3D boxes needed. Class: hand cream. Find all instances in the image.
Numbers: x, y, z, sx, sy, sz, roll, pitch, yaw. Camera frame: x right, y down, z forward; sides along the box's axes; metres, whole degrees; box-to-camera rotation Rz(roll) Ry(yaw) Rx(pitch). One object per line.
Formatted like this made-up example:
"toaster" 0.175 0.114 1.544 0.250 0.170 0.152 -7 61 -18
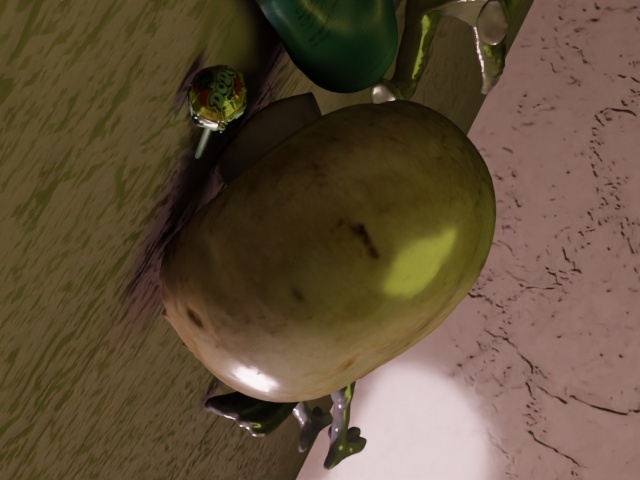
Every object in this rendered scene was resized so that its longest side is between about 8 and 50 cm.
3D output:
"hand cream" 0.003 -0.112 0.630 0.083 0.048 0.224 -60 169 -6

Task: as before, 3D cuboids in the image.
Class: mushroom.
"mushroom" 0.000 0.000 0.695 0.166 0.127 0.166 -38 165 -12

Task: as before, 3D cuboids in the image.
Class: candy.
"candy" -0.045 -0.045 0.602 0.023 0.025 0.083 -15 166 -17

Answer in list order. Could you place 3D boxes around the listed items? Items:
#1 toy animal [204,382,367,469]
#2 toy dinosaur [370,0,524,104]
"toy animal" 0.000 0.092 1.225 0.367 0.081 0.206 -57 153 -48
"toy dinosaur" 0.112 -0.197 0.971 0.162 0.077 0.294 -56 171 -48
